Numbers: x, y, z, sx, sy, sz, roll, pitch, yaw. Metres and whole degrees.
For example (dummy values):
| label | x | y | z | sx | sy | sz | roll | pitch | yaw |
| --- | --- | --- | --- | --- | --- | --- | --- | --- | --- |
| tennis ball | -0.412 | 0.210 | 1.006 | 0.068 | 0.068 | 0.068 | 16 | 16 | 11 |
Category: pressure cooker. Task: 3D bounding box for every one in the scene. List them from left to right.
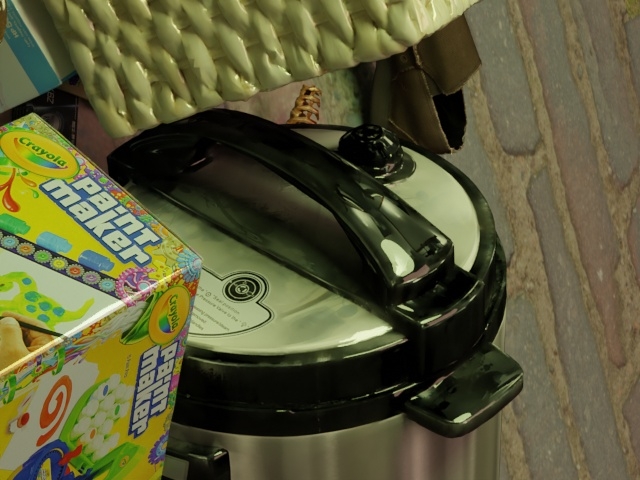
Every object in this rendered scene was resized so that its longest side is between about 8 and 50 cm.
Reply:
| label | x | y | z | sx | sy | sz | roll | pitch | yaw |
| --- | --- | --- | --- | --- | --- | --- | --- | --- | --- |
| pressure cooker | -0.027 | 0.090 | 1.199 | 0.375 | 0.370 | 0.420 | -87 | 176 | -54 |

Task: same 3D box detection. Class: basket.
| label | x | y | z | sx | sy | sz | roll | pitch | yaw |
| --- | --- | --- | --- | --- | --- | --- | --- | --- | --- |
| basket | -0.053 | -0.283 | 1.102 | 0.266 | 0.328 | 0.331 | -46 | 117 | -54 |

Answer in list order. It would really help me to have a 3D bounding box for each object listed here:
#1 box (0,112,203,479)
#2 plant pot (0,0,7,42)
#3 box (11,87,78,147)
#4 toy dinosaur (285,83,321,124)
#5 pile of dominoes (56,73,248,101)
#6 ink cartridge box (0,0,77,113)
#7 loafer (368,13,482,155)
| label | x | y | z | sx | sy | sz | roll | pitch | yaw |
| --- | --- | --- | --- | --- | --- | --- | --- | --- | --- |
| box | -0.250 | 0.119 | 0.922 | 0.279 | 0.177 | 0.290 | -30 | 149 | -38 |
| plant pot | -0.332 | -0.169 | 1.037 | 0.167 | 0.165 | 0.167 | 17 | 70 | -55 |
| box | -0.250 | -0.115 | 1.283 | 0.067 | 0.018 | 0.083 | 19 | 69 | -55 |
| toy dinosaur | 0.000 | 0.000 | 1.539 | 0.218 | 0.164 | 0.322 | 5 | 102 | -40 |
| pile of dominoes | -0.135 | -0.204 | 1.370 | 0.251 | 0.040 | 0.196 | 17 | 93 | -61 |
| ink cartridge box | -0.259 | -0.164 | 1.173 | 0.090 | 0.143 | 0.092 | 61 | 38 | -16 |
| loafer | 0.138 | -0.245 | 1.666 | 0.134 | 0.130 | 0.366 | -56 | 157 | -34 |
